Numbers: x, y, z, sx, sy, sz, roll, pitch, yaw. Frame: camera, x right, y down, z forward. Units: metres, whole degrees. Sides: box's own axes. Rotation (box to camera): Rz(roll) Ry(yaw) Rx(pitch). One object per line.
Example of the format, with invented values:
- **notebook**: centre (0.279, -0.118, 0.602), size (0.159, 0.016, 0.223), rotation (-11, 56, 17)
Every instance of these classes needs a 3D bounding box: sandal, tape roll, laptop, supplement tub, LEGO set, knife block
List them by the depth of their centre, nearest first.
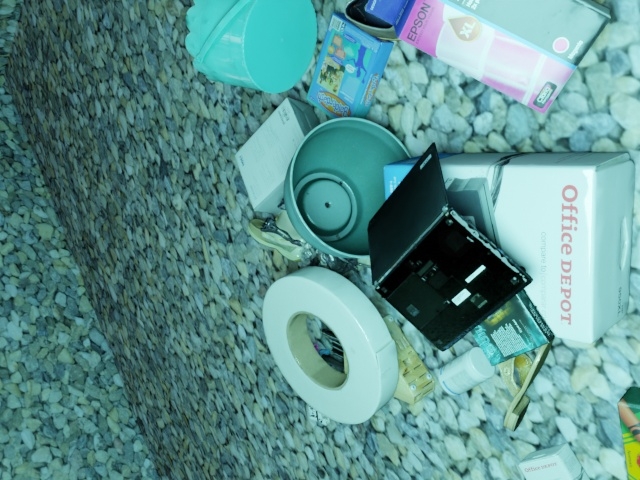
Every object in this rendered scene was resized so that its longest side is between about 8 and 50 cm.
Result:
- **laptop**: centre (0.205, 0.015, 0.979), size (0.264, 0.136, 0.234), rotation (43, 133, 7)
- **sandal**: centre (0.378, 0.267, 1.101), size (0.079, 0.088, 0.240), rotation (27, 126, 32)
- **supplement tub**: centre (0.308, 0.279, 1.191), size (0.071, 0.071, 0.107), rotation (58, 136, 16)
- **tape roll**: centre (0.014, 0.250, 1.340), size (0.392, 0.072, 0.392), rotation (24, 126, 37)
- **knife block**: centre (0.118, 0.304, 1.387), size (0.276, 0.088, 0.242), rotation (56, 136, 17)
- **LEGO set**: centre (-0.019, 0.381, 1.552), size (0.093, 0.087, 0.227), rotation (-3, 101, 32)

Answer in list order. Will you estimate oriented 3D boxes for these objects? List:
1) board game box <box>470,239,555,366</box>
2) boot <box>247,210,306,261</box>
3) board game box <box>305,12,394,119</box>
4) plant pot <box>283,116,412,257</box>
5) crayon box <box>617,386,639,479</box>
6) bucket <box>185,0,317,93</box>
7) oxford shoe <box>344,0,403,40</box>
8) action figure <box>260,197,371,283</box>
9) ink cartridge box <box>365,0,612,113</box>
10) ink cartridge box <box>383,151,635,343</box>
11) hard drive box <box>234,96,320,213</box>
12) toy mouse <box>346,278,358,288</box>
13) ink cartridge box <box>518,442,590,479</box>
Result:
- **board game box**: centre (0.288, 0.108, 0.947), size (0.126, 0.026, 0.186), rotation (-42, 74, 47)
- **boot**: centre (-0.106, -0.056, 1.519), size (0.213, 0.077, 0.165), rotation (29, 123, 31)
- **board game box**: centre (0.060, -0.377, 1.264), size (0.160, 0.047, 0.210), rotation (43, 129, 28)
- **plant pot**: centre (0.042, -0.094, 1.222), size (0.196, 0.293, 0.293), rotation (-24, 84, 66)
- **crayon box**: centre (0.643, 0.348, 0.853), size (0.318, 0.081, 0.202), rotation (-6, 97, 47)
- **bucket**: centre (-0.152, -0.482, 1.301), size (0.183, 0.281, 0.281), rotation (26, 120, 32)
- **oxford shoe**: centre (0.207, -0.420, 1.028), size (0.363, 0.132, 0.130), rotation (9, 108, 41)
- **action figure**: centre (0.000, 0.000, 1.377), size (0.275, 0.141, 0.164), rotation (35, 99, -13)
- **ink cartridge box**: centre (0.259, -0.376, 0.931), size (0.371, 0.069, 0.176), rotation (31, 128, 7)
- **ink cartridge box**: centre (0.323, -0.008, 1.014), size (0.394, 0.166, 0.286), rotation (7, 108, 44)
- **hard drive box**: centre (-0.094, -0.205, 1.396), size (0.232, 0.089, 0.181), rotation (-38, 62, 34)
- **toy mouse**: centre (0.049, 0.137, 1.448), size (0.143, 0.031, 0.161), rotation (-33, 77, 46)
- **ink cartridge box**: centre (0.469, 0.476, 1.093), size (0.099, 0.056, 0.135), rotation (-41, 73, 45)
